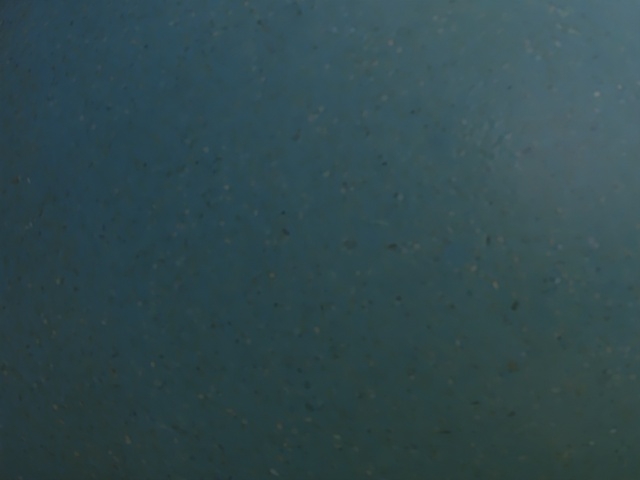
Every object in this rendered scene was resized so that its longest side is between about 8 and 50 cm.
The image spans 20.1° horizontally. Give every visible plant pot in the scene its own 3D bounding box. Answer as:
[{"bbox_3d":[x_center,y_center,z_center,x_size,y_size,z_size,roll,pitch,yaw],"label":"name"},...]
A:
[{"bbox_3d":[0.000,0.000,0.502,0.195,0.290,0.290,-18,120,-1],"label":"plant pot"}]
